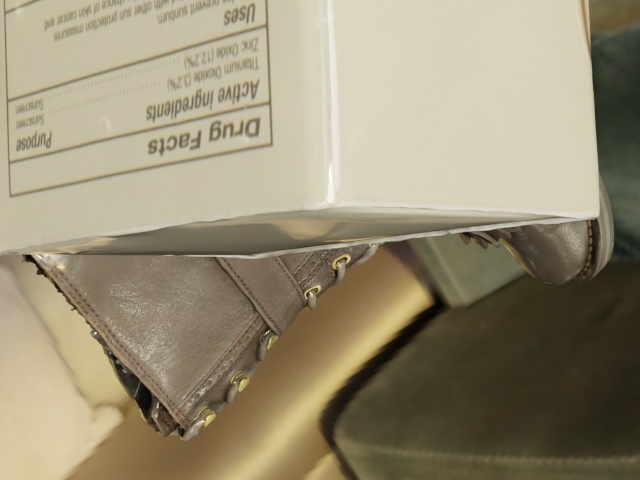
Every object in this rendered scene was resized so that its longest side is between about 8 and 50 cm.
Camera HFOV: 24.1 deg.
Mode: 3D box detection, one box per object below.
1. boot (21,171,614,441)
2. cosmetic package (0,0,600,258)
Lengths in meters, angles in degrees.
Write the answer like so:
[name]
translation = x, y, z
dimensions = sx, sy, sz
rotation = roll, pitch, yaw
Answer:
[boot]
translation = 0.000, 0.000, 0.689
dimensions = 0.229, 0.263, 0.091
rotation = -49, 34, -9
[cosmetic package]
translation = -0.017, -0.153, 0.447
dimensions = 0.113, 0.309, 0.160
rotation = 0, -4, -42
